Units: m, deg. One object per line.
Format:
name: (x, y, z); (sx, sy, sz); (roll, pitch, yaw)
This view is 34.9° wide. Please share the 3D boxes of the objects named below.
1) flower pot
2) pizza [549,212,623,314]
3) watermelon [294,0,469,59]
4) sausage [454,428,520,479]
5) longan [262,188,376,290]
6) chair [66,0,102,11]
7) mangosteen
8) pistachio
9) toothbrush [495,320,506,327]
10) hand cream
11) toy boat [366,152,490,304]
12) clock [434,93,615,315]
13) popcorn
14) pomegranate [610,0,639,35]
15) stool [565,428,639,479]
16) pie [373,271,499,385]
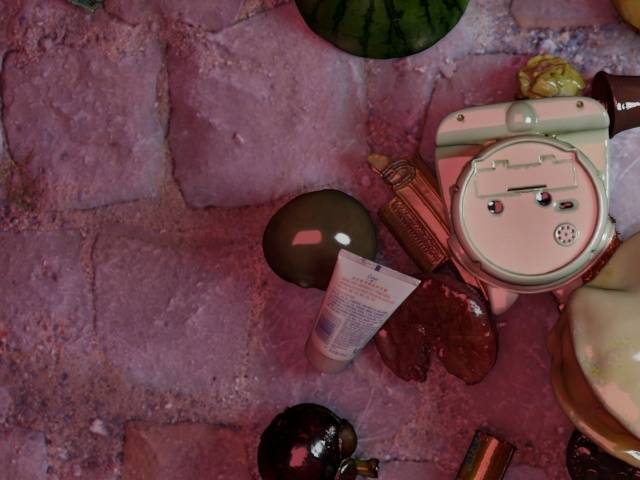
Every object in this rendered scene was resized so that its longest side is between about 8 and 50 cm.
flower pot: (0.484, -0.218, 1.591); (0.089, 0.111, 0.111); (-9, 88, 0)
pizza: (0.401, 0.002, 1.624); (0.147, 0.069, 0.226); (-25, 84, 4)
watermelon: (0.083, -0.463, 1.645); (0.331, 0.189, 0.330); (-1, 86, 18)
sausage: (0.210, 0.486, 1.634); (0.082, 0.082, 0.371); (23, 84, 13)
longan: (0.000, 0.000, 1.672); (0.189, 0.189, 0.189); (0, 90, 14)
chair: (-0.390, -0.468, 1.780); (0.270, 0.136, 0.147); (36, 100, 10)
mangosteen: (-0.017, 0.361, 1.685); (0.172, 0.172, 0.184); (-33, 102, 12)
pistachio: (0.534, 0.150, 1.455); (0.446, 0.281, 0.365); (-11, 60, -17)
toothbrush: (0.229, 0.150, 1.695); (0.162, 0.014, 0.017); (-7, 108, 13)
hand cream: (0.048, 0.113, 1.638); (0.133, 0.083, 0.248); (22, 133, -9)
toy boat: (0.180, -0.018, 1.665); (0.115, 0.089, 0.310); (-36, 82, 3)
clock: (0.317, -0.051, 1.550); (0.265, 0.108, 0.324); (-7, 87, 6)
popcorn: (0.365, -0.248, 1.625); (0.109, 0.089, 0.096); (-11, 47, -1)
pomegranate: (0.545, -0.386, 1.514); (0.233, 0.233, 0.233); (0, 90, 14)
stool: (0.460, 0.319, 1.588); (0.125, 0.121, 0.217); (28, 102, 14)
pie: (0.185, 0.146, 1.643); (0.219, 0.054, 0.204); (12, 118, 29)
